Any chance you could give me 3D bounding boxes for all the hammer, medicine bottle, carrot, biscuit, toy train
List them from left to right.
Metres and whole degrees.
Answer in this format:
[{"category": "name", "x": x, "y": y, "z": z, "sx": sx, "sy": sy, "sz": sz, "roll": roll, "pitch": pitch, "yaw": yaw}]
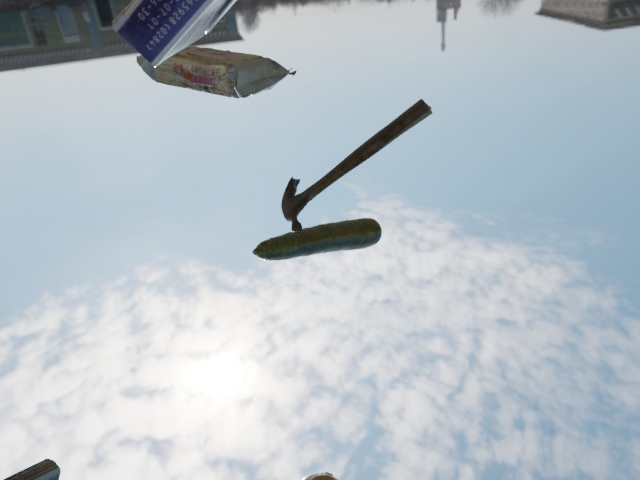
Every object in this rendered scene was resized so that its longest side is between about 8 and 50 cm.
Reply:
[{"category": "toy train", "x": -0.596, "y": 0.475, "z": 0.924, "sx": 0.055, "sy": 0.048, "sz": 0.252, "roll": 28, "pitch": -169, "yaw": 17}, {"category": "biscuit", "x": -0.227, "y": -0.370, "z": 1.106, "sx": 0.309, "sy": 0.079, "sz": 0.186, "roll": 18, "pitch": -145, "yaw": 27}, {"category": "medicine bottle", "x": -0.070, "y": -0.246, "z": 0.420, "sx": 0.201, "sy": 0.052, "sz": 0.171, "roll": -39, "pitch": -159, "yaw": 21}, {"category": "carrot", "x": 0.000, "y": 0.000, "z": 1.105, "sx": 0.358, "sy": 0.074, "sz": 0.074, "roll": -10, "pitch": -157, "yaw": -41}, {"category": "hammer", "x": 0.055, "y": -0.129, "z": 0.832, "sx": 0.297, "sy": 0.027, "sz": 0.125, "roll": -36, "pitch": -138, "yaw": 14}]

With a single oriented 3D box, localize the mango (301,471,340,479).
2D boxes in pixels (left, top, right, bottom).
[{"category": "mango", "x": -0.007, "y": 0.593, "z": 0.946, "sx": 0.120, "sy": 0.177, "sz": 0.295, "roll": 22, "pitch": -127, "yaw": -21}]
